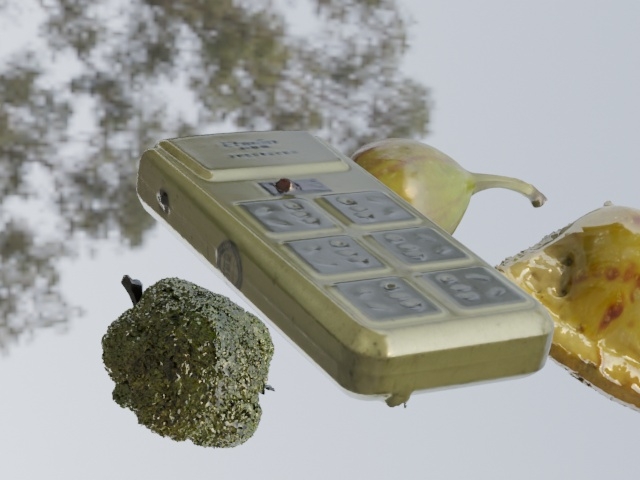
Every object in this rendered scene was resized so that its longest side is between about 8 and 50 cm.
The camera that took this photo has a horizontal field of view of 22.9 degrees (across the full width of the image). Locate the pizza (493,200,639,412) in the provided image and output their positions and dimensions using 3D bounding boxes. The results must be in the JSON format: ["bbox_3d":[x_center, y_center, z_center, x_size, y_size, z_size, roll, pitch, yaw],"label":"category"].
[{"bbox_3d":[0.244,0.033,1.378,0.188,0.204,0.080,-70,-170,-25],"label":"pizza"}]

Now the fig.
[{"bbox_3d":[0.069,-0.029,1.058,0.093,0.166,0.093,11,-72,37],"label":"fig"}]

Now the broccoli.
[{"bbox_3d":[-0.098,0.092,1.166,0.120,0.131,0.130,119,-26,-57],"label":"broccoli"}]

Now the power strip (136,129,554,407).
[{"bbox_3d":[0.000,0.000,0.517,0.169,0.076,0.028,39,-52,49],"label":"power strip"}]
